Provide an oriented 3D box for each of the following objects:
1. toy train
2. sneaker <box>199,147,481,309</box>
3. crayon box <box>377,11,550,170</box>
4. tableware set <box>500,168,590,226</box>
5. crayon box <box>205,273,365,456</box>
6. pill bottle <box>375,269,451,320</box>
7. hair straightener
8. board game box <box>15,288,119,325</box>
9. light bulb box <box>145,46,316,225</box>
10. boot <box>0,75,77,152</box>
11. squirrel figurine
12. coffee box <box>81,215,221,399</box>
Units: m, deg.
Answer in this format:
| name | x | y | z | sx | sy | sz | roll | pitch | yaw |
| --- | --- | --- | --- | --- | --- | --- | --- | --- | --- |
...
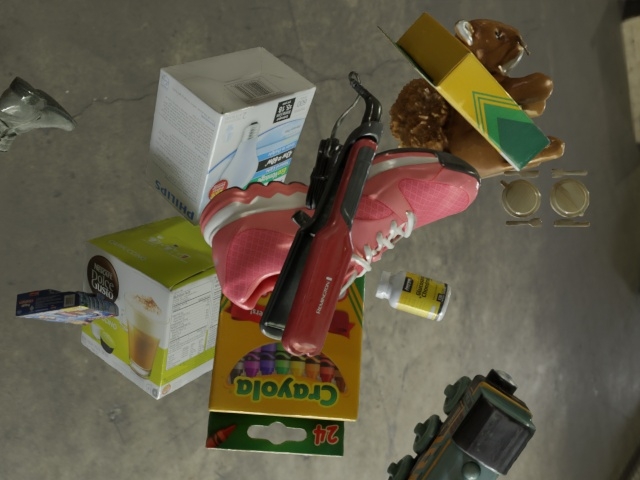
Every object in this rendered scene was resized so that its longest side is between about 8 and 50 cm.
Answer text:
| name | x | y | z | sx | sy | sz | roll | pitch | yaw |
| --- | --- | --- | --- | --- | --- | --- | --- | --- | --- |
| toy train | 0.219 | 0.365 | 0.997 | 0.334 | 0.142 | 0.190 | -56 | 175 | 6 |
| sneaker | 0.030 | -0.001 | 0.668 | 0.116 | 0.313 | 0.136 | 77 | 0 | -64 |
| crayon box | 0.263 | -0.284 | 1.105 | 0.323 | 0.083 | 0.203 | 32 | 23 | -35 |
| tableware set | 0.499 | -0.094 | 1.360 | 0.039 | 0.194 | 0.128 | 85 | 5 | -86 |
| crayon box | -0.045 | 0.134 | 0.850 | 0.202 | 0.081 | 0.319 | 5 | 75 | -8 |
| pill bottle | 0.243 | 0.140 | 1.606 | 0.103 | 0.184 | 0.103 | 16 | 90 | -84 |
| hair straightener | -0.005 | -0.027 | 0.504 | 0.047 | 0.089 | 0.231 | 13 | 91 | -34 |
| board game box | -0.619 | 0.168 | 1.533 | 0.194 | 0.194 | 0.060 | 38 | 45 | -65 |
| light bulb box | -0.248 | -0.286 | 1.637 | 0.358 | 0.225 | 0.361 | -30 | 153 | -43 |
| boot | -0.670 | -0.264 | 1.370 | 0.083 | 0.246 | 0.161 | 44 | 90 | 8 |
| squirrel figurine | 0.348 | -0.330 | 1.463 | 0.281 | 0.396 | 0.371 | -15 | 92 | -74 |
| coffee box | -0.424 | 0.164 | 1.700 | 0.338 | 0.337 | 0.335 | -22 | 130 | -53 |
